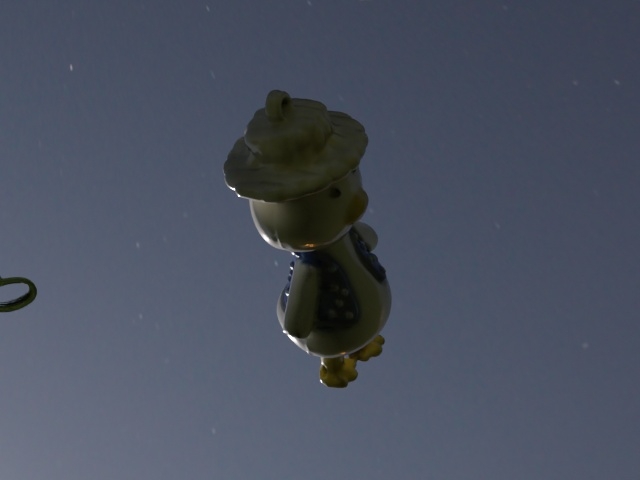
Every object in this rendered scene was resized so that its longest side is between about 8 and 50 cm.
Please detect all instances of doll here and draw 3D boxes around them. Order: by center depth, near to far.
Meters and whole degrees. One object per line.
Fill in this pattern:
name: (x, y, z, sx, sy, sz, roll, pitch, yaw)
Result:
doll: (0.000, 0.000, 0.998, 0.138, 0.119, 0.293, -48, -43, -36)

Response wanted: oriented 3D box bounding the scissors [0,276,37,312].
scissors: (-0.420, 0.053, 1.321, 0.187, 0.020, 0.133, -27, -61, 1)
